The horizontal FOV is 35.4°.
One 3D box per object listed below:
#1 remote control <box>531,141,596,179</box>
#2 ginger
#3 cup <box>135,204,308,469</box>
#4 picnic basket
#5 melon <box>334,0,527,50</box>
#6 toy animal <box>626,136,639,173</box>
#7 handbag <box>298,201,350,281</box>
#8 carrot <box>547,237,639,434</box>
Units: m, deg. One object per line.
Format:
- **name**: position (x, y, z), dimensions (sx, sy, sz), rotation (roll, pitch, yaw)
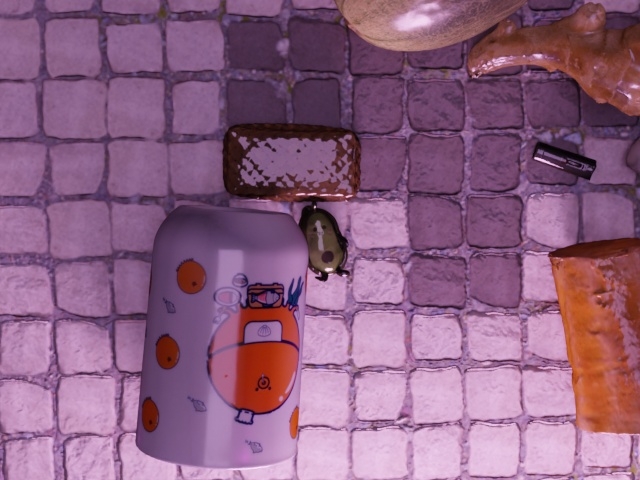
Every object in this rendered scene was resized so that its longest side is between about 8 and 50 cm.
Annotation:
- **remote control**: position (0.346, -0.113, 1.419), dimensions (0.091, 0.016, 0.034), rotation (18, 98, -4)
- **ginger**: position (0.359, -0.244, 1.326), dimensions (0.334, 0.081, 0.147), rotation (12, 135, 26)
- **cup**: position (-0.126, 0.116, 1.316), dimensions (0.213, 0.212, 0.317), rotation (4, 93, -4)
- **picnic basket**: position (-0.038, -0.106, 1.378), dimensions (0.194, 0.055, 0.110), rotation (1, 95, -5)
- **melon**: position (0.162, -0.380, 1.271), dimensions (0.329, 0.248, 0.248), rotation (-34, 96, 8)
- **toy animal**: position (0.584, -0.209, 1.342), dimensions (0.241, 0.196, 0.367), rotation (14, 96, -12)
- **handbag**: position (0.000, 0.000, 1.392), dimensions (0.072, 0.047, 0.111), rotation (-17, 98, -3)
- **carrot**: position (0.422, 0.125, 1.368), dimensions (0.196, 0.196, 0.254), rotation (-10, 91, -3)
